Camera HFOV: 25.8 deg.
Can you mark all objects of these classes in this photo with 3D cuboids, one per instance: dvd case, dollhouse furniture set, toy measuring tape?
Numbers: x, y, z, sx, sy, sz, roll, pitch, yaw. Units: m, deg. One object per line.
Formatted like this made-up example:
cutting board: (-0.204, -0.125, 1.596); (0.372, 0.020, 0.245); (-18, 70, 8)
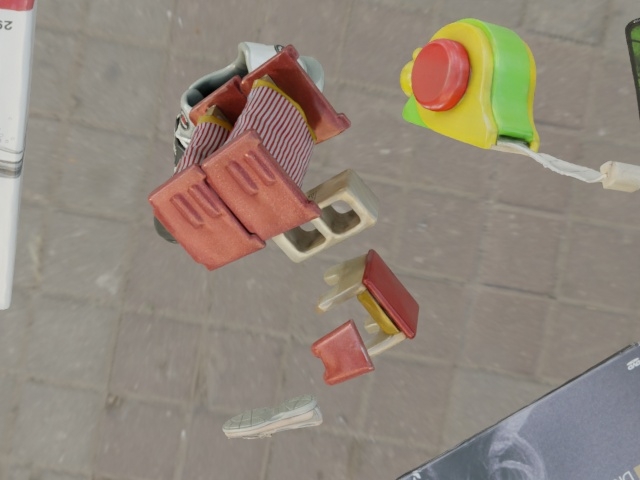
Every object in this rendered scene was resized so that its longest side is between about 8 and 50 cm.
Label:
dvd case: (0.144, 0.186, 0.690); (0.164, 0.018, 0.221); (-28, 85, -8)
dollhouse furniture set: (0.000, 0.000, 1.525); (0.152, 0.201, 0.374); (-27, 117, 27)
toy measuring tape: (0.180, -0.136, 1.281); (0.121, 0.330, 0.121); (-11, 112, -30)

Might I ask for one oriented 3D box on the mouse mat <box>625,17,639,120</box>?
mouse mat: (0.298, -0.099, 0.980); (0.152, 0.190, 0.007); (1, 62, 20)

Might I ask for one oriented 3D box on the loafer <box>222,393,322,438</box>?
loafer: (-0.058, 0.226, 1.717); (0.125, 0.045, 0.039); (-19, 111, 13)

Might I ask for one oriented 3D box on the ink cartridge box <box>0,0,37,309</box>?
ink cartridge box: (-0.272, -0.101, 0.831); (0.197, 0.114, 0.273); (4, 123, -12)

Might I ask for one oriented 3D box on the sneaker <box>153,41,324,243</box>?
sneaker: (-0.151, -0.139, 1.861); (0.146, 0.122, 0.330); (19, 119, -40)
